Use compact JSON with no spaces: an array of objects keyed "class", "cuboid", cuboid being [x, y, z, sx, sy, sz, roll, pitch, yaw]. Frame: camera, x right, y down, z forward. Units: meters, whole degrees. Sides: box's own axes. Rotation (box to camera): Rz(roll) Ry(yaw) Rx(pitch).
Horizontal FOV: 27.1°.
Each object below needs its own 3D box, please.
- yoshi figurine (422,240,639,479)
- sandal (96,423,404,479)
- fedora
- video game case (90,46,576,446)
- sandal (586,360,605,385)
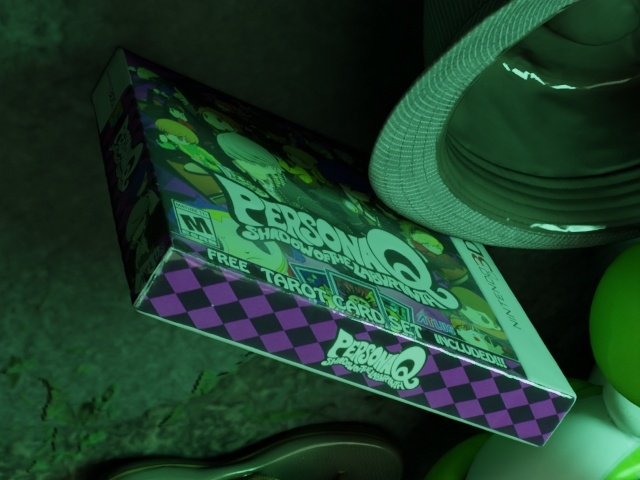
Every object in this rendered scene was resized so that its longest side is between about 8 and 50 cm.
[{"class":"yoshi figurine","cuboid":[0.156,0.117,0.788,0.203,0.203,0.362,41,102,-5]},{"class":"sandal","cuboid":[-0.046,0.177,0.875,0.219,0.060,0.090,-2,122,-20]},{"class":"fedora","cuboid":[0.142,-0.105,0.696,0.275,0.124,0.244,8,140,-34]},{"class":"video game case","cuboid":[0.000,0.000,0.691,0.232,0.210,0.042,22,113,-26]},{"class":"sandal","cuboid":[0.258,0.210,0.966,0.169,0.102,0.416,-2,109,2]}]
